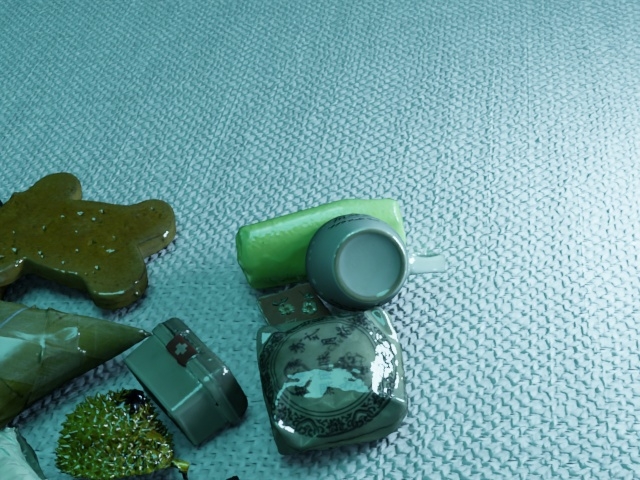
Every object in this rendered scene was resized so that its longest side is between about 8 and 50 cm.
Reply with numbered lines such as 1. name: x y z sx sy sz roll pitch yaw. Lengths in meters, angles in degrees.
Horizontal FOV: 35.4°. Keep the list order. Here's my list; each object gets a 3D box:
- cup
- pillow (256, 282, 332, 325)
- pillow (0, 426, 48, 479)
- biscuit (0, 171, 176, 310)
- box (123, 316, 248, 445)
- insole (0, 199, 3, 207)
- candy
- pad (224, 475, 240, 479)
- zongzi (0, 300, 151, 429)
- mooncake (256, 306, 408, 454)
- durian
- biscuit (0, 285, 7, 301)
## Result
1. cup: 0.111 0.041 1.840 0.258 0.186 0.234 0 0 -7
2. pillow: -0.028 0.170 1.895 0.126 0.043 0.232 -21 41 -14
3. pillow: -0.531 0.460 1.564 0.283 0.138 0.310 30 64 34
4. biscuit: -0.523 -0.001 2.159 0.394 0.076 0.368 9 40 10
5. box: -0.238 0.249 1.770 0.129 0.148 0.210 -40 47 -15
6. insole: -0.791 -0.035 2.273 0.110 0.012 0.309 -5 25 5
7. candy: 0.000 0.000 2.012 0.344 0.142 0.132 -12 0 -5
8. pad: -0.161 0.509 1.545 0.202 0.005 0.300 -23 41 -16
9. zongzi: -0.545 0.266 1.803 0.393 0.174 0.356 7 46 11
10. mooncake: 0.023 0.232 1.712 0.250 0.136 0.254 -10 50 -2
11. durian: -0.323 0.321 1.665 0.237 0.137 0.193 8 0 13
12. biscuit: -0.823 0.115 2.121 0.314 0.063 0.367 -5 40 5
